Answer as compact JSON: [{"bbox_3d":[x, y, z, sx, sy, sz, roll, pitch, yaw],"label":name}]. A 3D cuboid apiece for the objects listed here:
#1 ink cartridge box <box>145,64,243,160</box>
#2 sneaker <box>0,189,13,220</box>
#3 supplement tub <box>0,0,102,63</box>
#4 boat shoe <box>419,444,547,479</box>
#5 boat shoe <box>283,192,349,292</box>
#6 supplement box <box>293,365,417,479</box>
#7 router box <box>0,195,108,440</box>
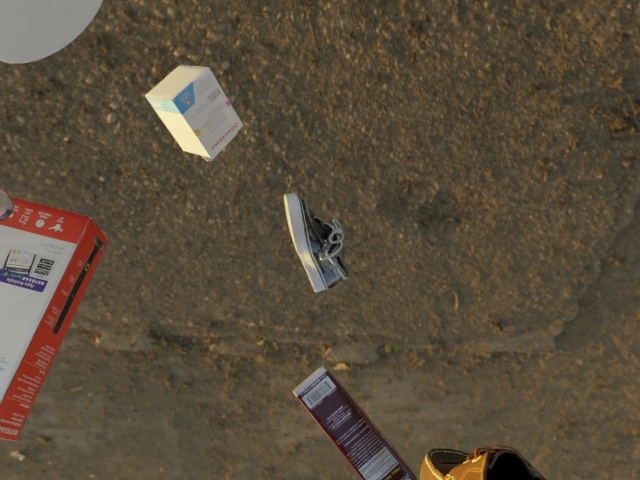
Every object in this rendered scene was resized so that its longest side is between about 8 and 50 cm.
[{"bbox_3d":[-0.214,-0.218,1.002,0.090,0.092,0.143,19,150,40],"label":"ink cartridge box"},{"bbox_3d":[-0.364,-0.023,0.592,0.119,0.047,0.057,-10,152,10],"label":"sneaker"},{"bbox_3d":[-0.290,-0.261,0.467,0.199,0.144,0.144,46,125,2],"label":"supplement tub"},{"bbox_3d":[0.119,0.167,0.358,0.073,0.207,0.073,0,91,-14],"label":"boat shoe"},{"bbox_3d":[0.001,0.003,1.233,0.105,0.113,0.306,-17,135,2],"label":"boat shoe"},{"bbox_3d":[0.060,0.336,1.002,0.073,0.239,0.130,-39,166,-6],"label":"supplement box"},{"bbox_3d":[-0.512,0.074,0.778,0.336,0.301,0.082,14,156,5],"label":"router box"}]
